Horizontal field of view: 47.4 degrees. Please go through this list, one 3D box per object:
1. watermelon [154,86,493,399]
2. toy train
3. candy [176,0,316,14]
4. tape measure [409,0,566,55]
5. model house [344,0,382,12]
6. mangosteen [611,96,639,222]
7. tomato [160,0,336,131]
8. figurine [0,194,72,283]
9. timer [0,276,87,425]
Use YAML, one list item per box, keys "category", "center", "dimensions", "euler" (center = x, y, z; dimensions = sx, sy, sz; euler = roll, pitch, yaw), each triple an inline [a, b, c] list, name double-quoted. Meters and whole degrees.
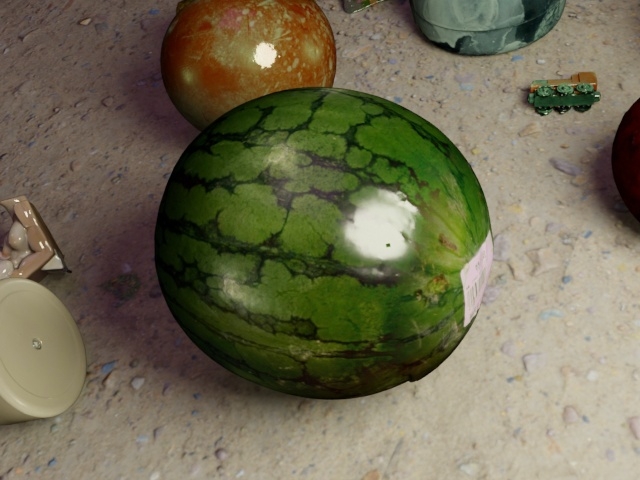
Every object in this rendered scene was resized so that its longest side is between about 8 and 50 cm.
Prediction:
- category: "watermelon"
  center: [0.000, 0.000, 0.788]
  dimensions: [0.364, 0.363, 0.363]
  euler: [-8, 47, 9]
- category: "toy train"
  center: [0.360, -0.221, 1.082]
  dimensions: [0.103, 0.044, 0.064]
  euler: [-1, 45, 12]
- category: "candy"
  center: [-0.134, -0.415, 1.320]
  dimensions: [0.260, 0.117, 0.260]
  euler: [-14, 21, 5]
- category: "tape measure"
  center: [0.277, -0.436, 1.233]
  dimensions: [0.256, 0.147, 0.275]
  euler: [-32, 47, -13]
- category: "model house"
  center: [0.112, -0.511, 1.355]
  dimensions: [0.167, 0.088, 0.117]
  euler: [-15, 84, 1]
- category: "mangosteen"
  center: [0.456, -0.102, 0.853]
  dimensions: [0.215, 0.215, 0.257]
  euler: [6, 19, 21]
- category: "tomato"
  center: [-0.105, -0.254, 1.113]
  dimensions: [0.270, 0.270, 0.222]
  euler: [-15, 85, 2]
- category: "figurine"
  center: [-0.473, 0.048, 1.004]
  dimensions: [0.237, 0.141, 0.162]
  euler: [-36, 4, -10]
- category: "timer"
  center: [-0.450, 0.172, 0.903]
  dimensions: [0.266, 0.175, 0.175]
  euler: [-24, 44, 17]
